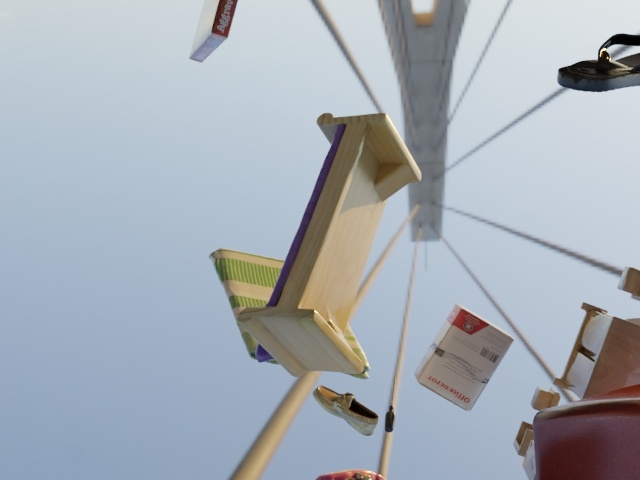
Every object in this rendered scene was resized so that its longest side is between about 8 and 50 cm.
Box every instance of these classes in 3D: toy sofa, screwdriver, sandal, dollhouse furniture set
[{"bbox_3d":[0.000,0.000,1.306,0.177,0.150,0.362,0,-125,32],"label":"toy sofa"},{"bbox_3d":[0.158,0.359,2.062,0.024,0.025,0.170,-26,-148,26],"label":"screwdriver"},{"bbox_3d":[0.270,-0.158,0.803,0.067,0.040,0.179,19,-155,40],"label":"sandal"},{"bbox_3d":[0.452,0.219,1.399,0.174,0.355,0.303,20,-176,2],"label":"dollhouse furniture set"}]

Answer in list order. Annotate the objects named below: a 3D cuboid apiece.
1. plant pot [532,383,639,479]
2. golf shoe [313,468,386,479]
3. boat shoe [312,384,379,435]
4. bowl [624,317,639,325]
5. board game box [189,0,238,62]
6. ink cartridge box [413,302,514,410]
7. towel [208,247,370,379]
[{"bbox_3d":[0.391,0.280,1.035,0.267,0.267,0.236,-5,180,-37],"label":"plant pot"},{"bbox_3d":[0.056,0.373,1.192,0.140,0.306,0.115,-12,-124,34],"label":"golf shoe"},{"bbox_3d":[0.050,0.304,1.708,0.135,0.045,0.050,32,-152,8],"label":"boat shoe"},{"bbox_3d":[0.592,0.187,1.694,0.170,0.080,0.170,5,167,1],"label":"bowl"},{"bbox_3d":[-0.156,-0.360,1.408,0.027,0.145,0.281,14,180,-15],"label":"board game box"},{"bbox_3d":[0.222,0.181,1.443,0.099,0.135,0.056,31,-175,-6],"label":"ink cartridge box"},{"bbox_3d":[-0.063,0.126,1.680,0.248,0.038,0.325,14,-153,-29],"label":"towel"}]
